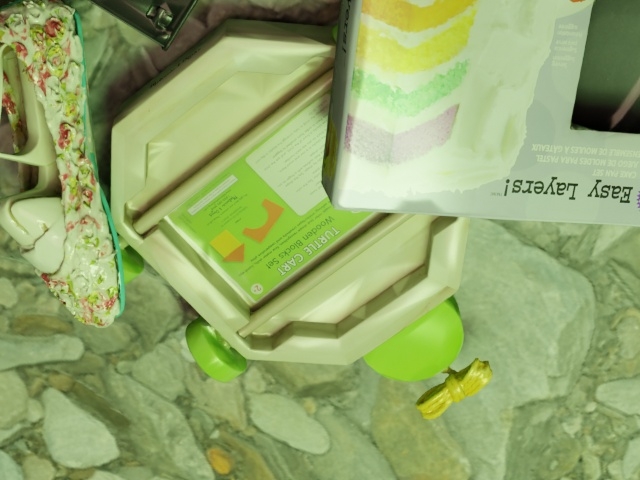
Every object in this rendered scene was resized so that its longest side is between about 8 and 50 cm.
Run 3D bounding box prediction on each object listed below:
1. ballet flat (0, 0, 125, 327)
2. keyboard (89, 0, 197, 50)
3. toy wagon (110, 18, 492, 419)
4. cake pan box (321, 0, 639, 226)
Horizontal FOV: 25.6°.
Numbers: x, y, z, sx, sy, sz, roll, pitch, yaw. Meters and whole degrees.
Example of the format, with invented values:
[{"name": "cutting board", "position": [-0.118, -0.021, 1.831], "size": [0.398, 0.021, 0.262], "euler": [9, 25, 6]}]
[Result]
[{"name": "ballet flat", "position": [-0.196, -0.052, 0.980], "size": [0.077, 0.091, 0.241], "euler": [-13, 96, -38]}, {"name": "keyboard", "position": [-0.081, -0.215, 0.960], "size": [0.108, 0.023, 0.180], "euler": [31, 115, -10]}, {"name": "toy wagon", "position": [0.000, 0.000, 1.056], "size": [0.267, 0.068, 0.344], "euler": [-36, 115, 18]}, {"name": "cake pan box", "position": [0.143, -0.134, 0.927], "size": [0.267, 0.070, 0.245], "euler": [4, 113, -12]}]
